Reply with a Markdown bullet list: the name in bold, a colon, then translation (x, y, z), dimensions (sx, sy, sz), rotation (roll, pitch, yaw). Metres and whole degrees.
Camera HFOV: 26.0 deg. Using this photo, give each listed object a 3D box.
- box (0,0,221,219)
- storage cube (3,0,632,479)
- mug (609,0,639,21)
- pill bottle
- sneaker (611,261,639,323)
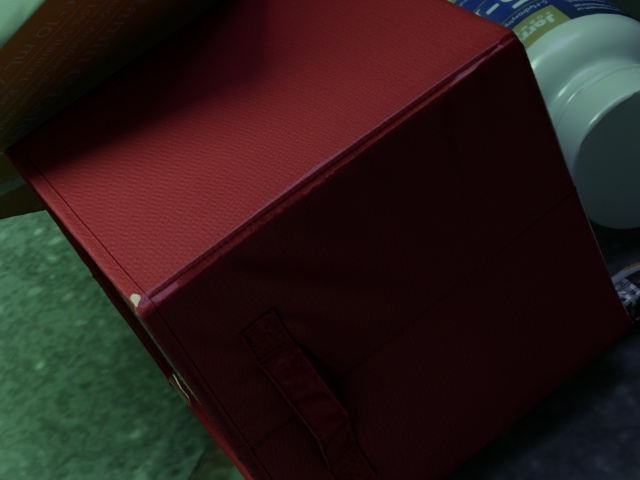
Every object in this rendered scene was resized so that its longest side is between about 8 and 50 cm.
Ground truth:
- **box**: translation (-0.143, -0.141, 0.760), dimensions (0.215, 0.168, 0.345), rotation (-42, -9, 23)
- **storage cube**: translation (0.000, 0.000, 0.660), dimensions (0.193, 0.183, 0.215), rotation (-37, 36, -10)
- **mug**: translation (0.191, -0.289, 0.851), dimensions (0.276, 0.328, 0.374), rotation (-28, 36, -11)
- **pill bottle**: translation (0.138, -0.086, 0.791), dimensions (0.112, 0.112, 0.186), rotation (-25, 34, -6)
- **sneaker**: translation (0.150, 0.035, 0.694), dimensions (0.083, 0.032, 0.037), rotation (-15, 40, 24)
